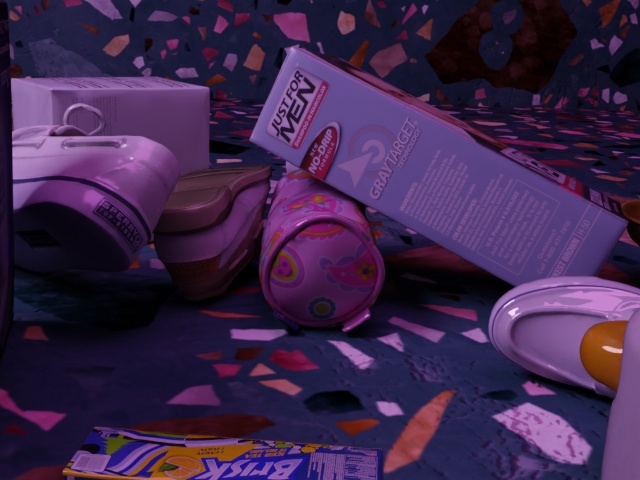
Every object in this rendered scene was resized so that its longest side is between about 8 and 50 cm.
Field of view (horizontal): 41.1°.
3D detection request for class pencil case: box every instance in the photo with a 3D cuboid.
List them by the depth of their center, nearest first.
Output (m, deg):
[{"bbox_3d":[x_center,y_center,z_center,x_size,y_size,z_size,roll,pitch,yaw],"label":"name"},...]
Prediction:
[{"bbox_3d":[0.000,0.000,0.910,0.124,0.124,0.284,2,16,-3],"label":"pencil case"}]

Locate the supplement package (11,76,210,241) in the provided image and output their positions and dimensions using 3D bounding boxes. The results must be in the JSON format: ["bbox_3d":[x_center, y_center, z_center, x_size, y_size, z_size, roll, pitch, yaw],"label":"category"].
[{"bbox_3d":[-0.264,-0.105,1.080,0.203,0.194,0.149,-8,19,-36],"label":"supplement package"}]

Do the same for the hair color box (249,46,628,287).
[{"bbox_3d":[0.132,-0.073,0.925,0.374,0.114,0.185,29,15,11],"label":"hair color box"}]

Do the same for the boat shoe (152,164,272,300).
[{"bbox_3d":[-0.120,-0.020,0.973,0.113,0.103,0.302,-4,15,12],"label":"boat shoe"}]

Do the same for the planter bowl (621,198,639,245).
[{"bbox_3d":[0.441,0.019,0.957,0.217,0.090,0.217,3,15,-1],"label":"planter bowl"}]

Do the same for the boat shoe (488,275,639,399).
[{"bbox_3d":[0.259,0.088,0.667,0.258,0.095,0.084,6,11,16],"label":"boat shoe"}]

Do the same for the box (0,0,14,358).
[{"bbox_3d":[-0.321,-0.028,0.606,0.182,0.294,0.296,1,15,-14],"label":"box"}]

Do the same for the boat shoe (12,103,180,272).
[{"bbox_3d":[-0.270,-0.066,0.877,0.367,0.136,0.156,0,48,46],"label":"boat shoe"}]

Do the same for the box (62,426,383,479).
[{"bbox_3d":[-0.051,0.145,0.467,0.168,0.059,0.054,4,14,4],"label":"box"}]

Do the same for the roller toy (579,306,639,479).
[{"bbox_3d":[0.269,0.108,0.497,0.191,0.146,0.209,1,15,-7],"label":"roller toy"}]

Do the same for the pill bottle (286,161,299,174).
[{"bbox_3d":[0.059,-0.124,1.355,0.214,0.117,0.117,7,16,15],"label":"pill bottle"}]

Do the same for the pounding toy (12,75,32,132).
[{"bbox_3d":[-0.381,-0.147,1.236,0.094,0.181,0.206,-8,19,-36],"label":"pounding toy"}]
